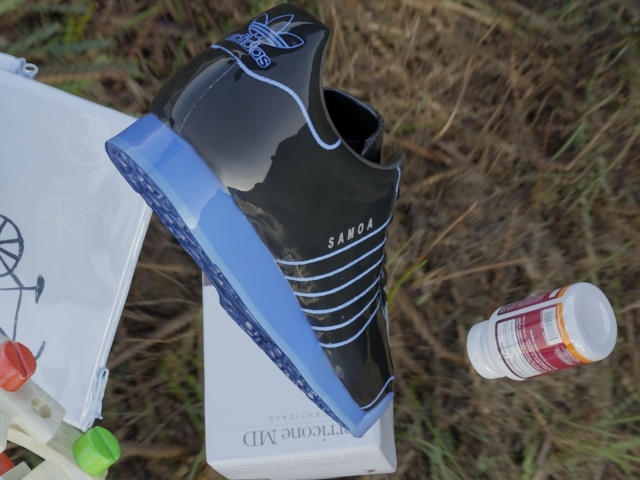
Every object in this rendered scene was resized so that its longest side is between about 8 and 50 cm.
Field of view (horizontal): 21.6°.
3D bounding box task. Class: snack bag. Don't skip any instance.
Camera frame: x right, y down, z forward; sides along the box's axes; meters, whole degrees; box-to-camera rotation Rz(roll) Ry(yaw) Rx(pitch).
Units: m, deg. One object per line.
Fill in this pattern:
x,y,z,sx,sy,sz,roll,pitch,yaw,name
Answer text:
-0.320,-0.021,1.548,0.343,0.037,0.323,20,107,4,snack bag

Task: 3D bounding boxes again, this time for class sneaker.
0.000,0.000,0.678,0.090,0.232,0.081,-43,57,-8,sneaker

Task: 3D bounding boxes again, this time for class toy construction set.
-0.258,0.180,1.191,0.215,0.151,0.328,51,129,4,toy construction set

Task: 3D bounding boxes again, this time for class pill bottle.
0.236,0.103,1.810,0.152,0.086,0.086,-20,85,42,pill bottle

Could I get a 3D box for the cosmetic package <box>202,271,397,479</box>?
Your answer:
-0.016,0.039,1.117,0.117,0.085,0.231,-7,70,9,cosmetic package
